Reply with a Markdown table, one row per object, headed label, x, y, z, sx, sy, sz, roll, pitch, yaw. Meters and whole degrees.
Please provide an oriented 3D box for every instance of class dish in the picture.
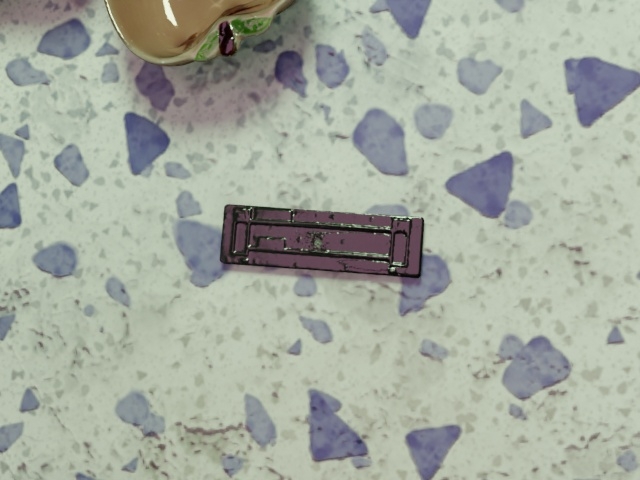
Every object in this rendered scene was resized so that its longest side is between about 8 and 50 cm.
| label | x | y | z | sx | sy | sz | roll | pitch | yaw |
| --- | --- | --- | --- | --- | --- | --- | --- | --- | --- |
| dish | -0.108 | -0.263 | 1.200 | 0.213 | 0.090 | 0.213 | -1 | 86 | 14 |

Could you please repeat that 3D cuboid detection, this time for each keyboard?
| label | x | y | z | sx | sy | sz | roll | pitch | yaw |
| --- | --- | --- | --- | --- | --- | --- | --- | --- | --- |
| keyboard | 0.000 | 0.000 | 1.206 | 0.204 | 0.013 | 0.061 | 4 | 89 | 14 |
